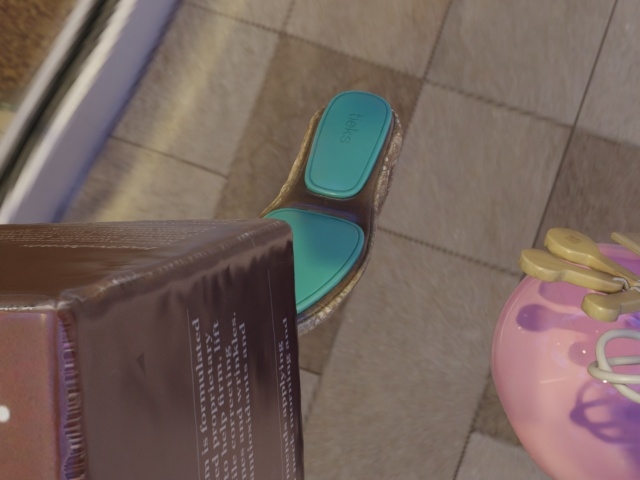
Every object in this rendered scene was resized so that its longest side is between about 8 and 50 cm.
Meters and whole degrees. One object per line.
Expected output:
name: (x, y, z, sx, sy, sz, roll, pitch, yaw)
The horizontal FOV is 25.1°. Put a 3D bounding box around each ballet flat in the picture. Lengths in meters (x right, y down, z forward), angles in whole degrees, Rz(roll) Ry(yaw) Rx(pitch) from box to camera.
ballet flat: (0.000, 0.000, 0.795, 0.073, 0.067, 0.206, 16, 45, 14)

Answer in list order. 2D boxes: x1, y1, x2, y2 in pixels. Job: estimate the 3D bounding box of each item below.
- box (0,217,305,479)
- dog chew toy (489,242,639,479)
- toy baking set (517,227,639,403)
box: (-0.109, 0.085, 0.456, 0.167, 0.203, 0.168, 0, 96, 15)
dog chew toy: (0.302, 0.066, 1.117, 0.331, 0.206, 0.207, -29, 80, 16)
toy baking set: (0.228, 0.059, 0.882, 0.196, 0.256, 0.030, 6, 116, -21)
